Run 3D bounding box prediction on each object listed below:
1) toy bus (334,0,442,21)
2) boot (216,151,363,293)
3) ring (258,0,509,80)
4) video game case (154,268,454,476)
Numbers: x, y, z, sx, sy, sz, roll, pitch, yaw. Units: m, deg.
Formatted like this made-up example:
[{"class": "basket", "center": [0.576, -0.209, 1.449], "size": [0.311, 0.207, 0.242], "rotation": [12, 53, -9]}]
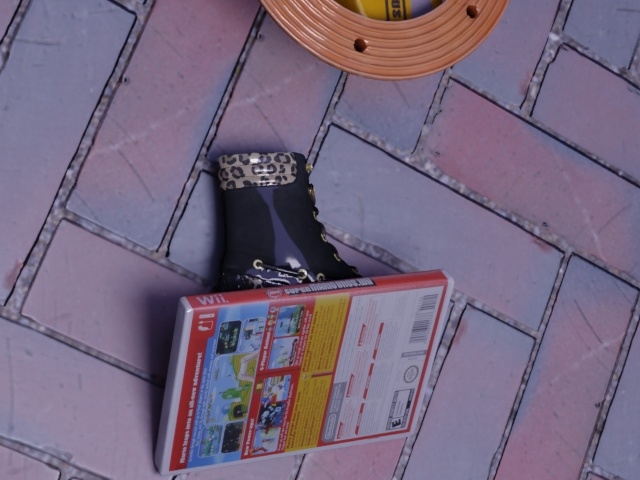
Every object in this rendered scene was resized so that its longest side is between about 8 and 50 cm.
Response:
[{"class": "toy bus", "center": [0.042, -0.367, 1.547], "size": [0.130, 0.108, 0.332], "rotation": [-4, 87, -26]}, {"class": "boot", "center": [0.000, 0.000, 1.507], "size": [0.236, 0.085, 0.178], "rotation": [0, 82, -27]}, {"class": "ring", "center": [0.055, -0.324, 1.473], "size": [0.337, 0.032, 0.336], "rotation": [3, 84, -26]}, {"class": "video game case", "center": [-0.015, 0.129, 1.455], "size": [0.285, 0.025, 0.204], "rotation": [-5, 125, -26]}]
